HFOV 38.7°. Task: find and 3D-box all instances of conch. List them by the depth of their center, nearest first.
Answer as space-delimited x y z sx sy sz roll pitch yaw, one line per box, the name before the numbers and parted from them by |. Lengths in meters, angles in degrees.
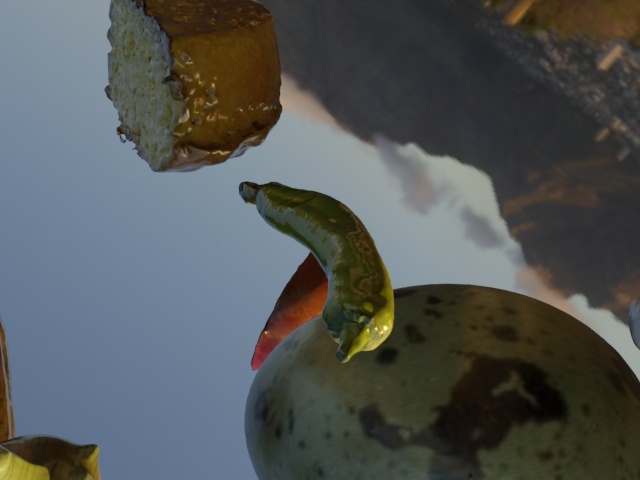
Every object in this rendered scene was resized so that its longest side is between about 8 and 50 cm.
conch | -0.207 0.165 0.556 0.234 0.137 0.114 25 -117 -31

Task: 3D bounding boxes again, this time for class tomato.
tomato | -0.004 0.093 1.184 0.085 0.225 0.225 33 -167 7

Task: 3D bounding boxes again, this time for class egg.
egg | 0.114 0.182 0.847 0.379 0.287 0.287 4 177 26

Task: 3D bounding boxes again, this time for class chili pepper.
chili pepper | 0.001 -0.001 0.533 0.043 0.049 0.208 15 -159 -27

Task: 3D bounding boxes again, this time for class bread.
bread | -0.104 -0.147 0.782 0.139 0.143 0.229 -12 -148 -20

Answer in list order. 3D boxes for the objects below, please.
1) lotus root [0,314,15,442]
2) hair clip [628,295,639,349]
lotus root | -0.437 0.133 0.928 0.250 0.250 0.346 7 -104 -66
hair clip | 0.311 0.076 0.596 0.257 0.146 0.075 50 -163 2
